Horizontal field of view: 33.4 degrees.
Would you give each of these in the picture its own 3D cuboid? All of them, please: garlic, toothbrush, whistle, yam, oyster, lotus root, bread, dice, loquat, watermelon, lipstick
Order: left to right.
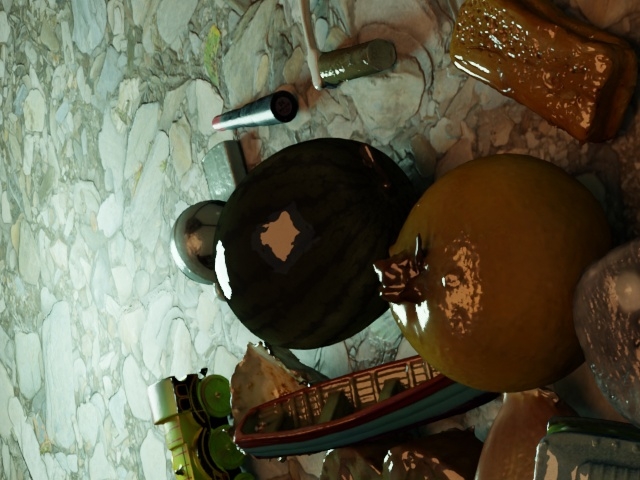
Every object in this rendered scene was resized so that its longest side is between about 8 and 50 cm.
[{"bbox_3d":[-0.193,-0.029,1.858,0.163,0.163,0.290,-34,67,50],"label":"whistle"},{"bbox_3d":[-0.124,-0.212,1.830,0.234,0.053,0.053,-5,90,56],"label":"lipstick"},{"bbox_3d":[-0.031,-0.435,1.687,0.042,0.040,0.418,-26,73,54],"label":"toothbrush"},{"bbox_3d":[-0.021,0.247,1.670,0.337,0.133,0.198,-5,93,48],"label":"oyster"},{"bbox_3d":[0.000,0.000,1.491,0.359,0.279,0.279,-41,61,44],"label":"watermelon"},{"bbox_3d":[0.051,-0.265,1.583,0.132,0.054,0.054,-4,91,53],"label":"yam"},{"bbox_3d":[0.148,0.434,1.467,0.390,0.111,0.375,-29,83,48],"label":"lotus root"},{"bbox_3d":[0.197,0.040,1.233,0.275,0.274,0.275,8,100,53],"label":"loquat"},{"bbox_3d":[0.247,0.309,1.265,0.148,0.128,0.267,9,66,54],"label":"garlic"},{"bbox_3d":[0.261,-0.215,1.280,0.271,0.077,0.139,42,130,45],"label":"bread"},{"bbox_3d":[0.378,0.080,1.060,0.181,0.182,0.183,-40,63,47],"label":"dice"}]

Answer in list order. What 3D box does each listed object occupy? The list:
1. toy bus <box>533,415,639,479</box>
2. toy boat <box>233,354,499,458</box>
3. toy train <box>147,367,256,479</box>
[{"bbox_3d":[0.285,0.349,1.102,0.152,0.190,0.312,7,89,14],"label":"toy bus"},{"bbox_3d":[0.067,0.223,1.463,0.392,0.136,0.079,-18,108,20],"label":"toy boat"},{"bbox_3d":[-0.211,0.378,1.925,0.100,0.160,0.296,-33,67,43],"label":"toy train"}]
